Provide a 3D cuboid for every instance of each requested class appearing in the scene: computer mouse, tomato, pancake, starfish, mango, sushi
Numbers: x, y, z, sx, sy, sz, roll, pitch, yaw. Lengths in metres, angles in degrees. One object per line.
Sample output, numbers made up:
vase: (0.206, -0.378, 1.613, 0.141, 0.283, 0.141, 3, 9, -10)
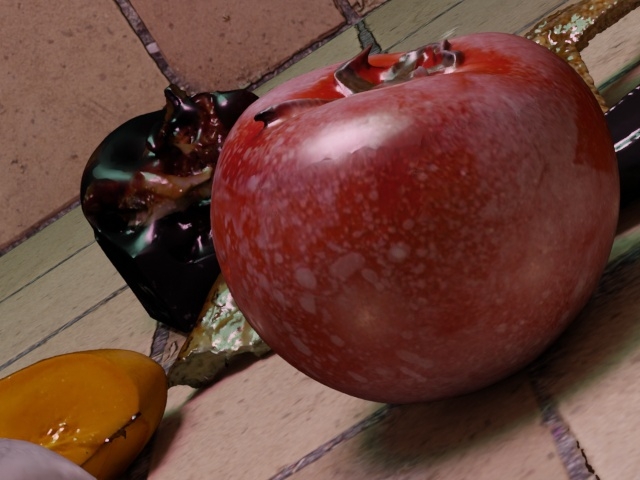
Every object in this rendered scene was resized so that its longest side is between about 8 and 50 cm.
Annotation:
computer mouse: (0.245, -0.079, 1.319, 0.217, 0.073, 0.122, -40, -8, 22)
tomato: (0.062, -0.011, 1.180, 0.270, 0.227, 0.270, -13, 19, 5)
pancake: (-0.004, -0.003, 1.590, 0.376, 0.054, 0.197, -51, 31, -4)
starfish: (0.199, -0.137, 1.611, 0.375, 0.094, 0.327, -44, 14, 7)
mango: (-0.218, 0.160, 1.493, 0.252, 0.126, 0.154, -35, -12, -50)
sushi: (-0.131, -0.055, 1.898, 0.227, 0.212, 0.215, -38, 13, -13)

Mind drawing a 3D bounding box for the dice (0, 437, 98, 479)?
dice: (-0.194, 0.235, 0.972, 0.194, 0.193, 0.192, -25, 13, 30)
